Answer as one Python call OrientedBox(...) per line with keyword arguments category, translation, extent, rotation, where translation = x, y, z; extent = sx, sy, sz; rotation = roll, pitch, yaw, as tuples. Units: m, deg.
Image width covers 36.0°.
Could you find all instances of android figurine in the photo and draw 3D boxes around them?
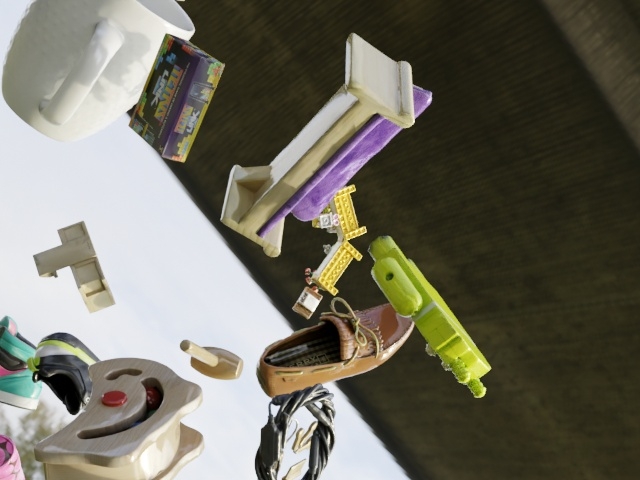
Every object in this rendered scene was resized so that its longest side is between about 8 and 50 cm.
OrientedBox(category="android figurine", translation=(0.164, 0.115, 1.464), extent=(0.248, 0.056, 0.273), rotation=(44, 12, -52))

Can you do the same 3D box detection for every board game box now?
OrientedBox(category="board game box", translation=(-0.233, -0.230, 1.575), extent=(0.141, 0.048, 0.170), rotation=(39, -71, 49))

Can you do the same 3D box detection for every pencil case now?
OrientedBox(category="pencil case", translation=(-0.703, 0.506, 2.150), extent=(0.095, 0.098, 0.209), rotation=(48, -30, 25))

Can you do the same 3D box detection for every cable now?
OrientedBox(category="cable", translation=(-0.034, 0.302, 1.466), extent=(0.047, 0.150, 0.184), rotation=(15, -67, 39))

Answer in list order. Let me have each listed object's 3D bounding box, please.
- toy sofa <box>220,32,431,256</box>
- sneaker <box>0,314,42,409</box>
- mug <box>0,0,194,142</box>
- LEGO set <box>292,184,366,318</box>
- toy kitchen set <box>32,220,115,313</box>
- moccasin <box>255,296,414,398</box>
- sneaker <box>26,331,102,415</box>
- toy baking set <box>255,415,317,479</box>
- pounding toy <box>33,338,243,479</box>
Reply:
OrientedBox(category="toy sofa", translation=(0.013, -0.133, 1.576), extent=(0.177, 0.150, 0.362), rotation=(32, -54, -22))
OrientedBox(category="sneaker", translation=(-0.729, 0.240, 2.129), extent=(0.295, 0.178, 0.124), rotation=(20, -9, -7))
OrientedBox(category="mug", translation=(-0.441, -0.341, 1.840), extent=(0.276, 0.328, 0.374), rotation=(36, 16, -23))
OrientedBox(category="LEGO set", translation=(0.000, 0.000, 1.829), extent=(0.107, 0.132, 0.287), rotation=(7, -87, 60))
OrientedBox(category="toy kitchen set", translation=(-0.291, 0.037, 1.155), extent=(0.075, 0.068, 0.083), rotation=(91, -24, -62))
OrientedBox(category="moccasin", translation=(0.036, 0.218, 2.151), extent=(0.147, 0.380, 0.139), rotation=(97, -27, -51))
OrientedBox(category="sneaker", translation=(-0.360, 0.239, 1.518), extent=(0.084, 0.097, 0.235), rotation=(-28, -57, 32))
OrientedBox(category="toy baking set", translation=(-0.087, 0.463, 2.117), extent=(0.030, 0.196, 0.256), rotation=(30, 0, 27))
OrientedBox(category="pounding toy", translation=(-0.214, 0.171, 1.090), extent=(0.154, 0.269, 0.155), rotation=(11, -66, 23))
